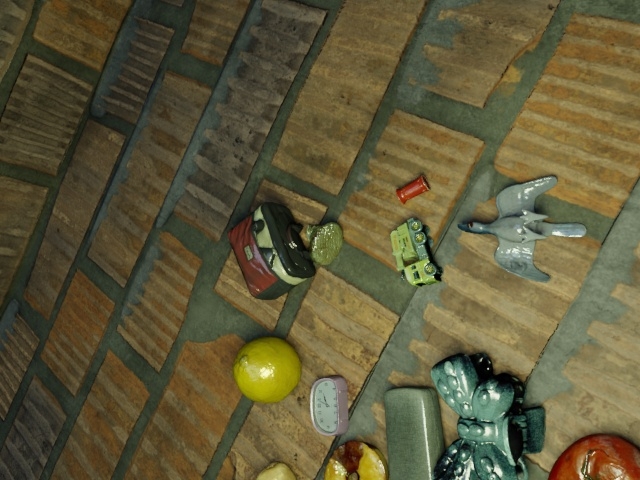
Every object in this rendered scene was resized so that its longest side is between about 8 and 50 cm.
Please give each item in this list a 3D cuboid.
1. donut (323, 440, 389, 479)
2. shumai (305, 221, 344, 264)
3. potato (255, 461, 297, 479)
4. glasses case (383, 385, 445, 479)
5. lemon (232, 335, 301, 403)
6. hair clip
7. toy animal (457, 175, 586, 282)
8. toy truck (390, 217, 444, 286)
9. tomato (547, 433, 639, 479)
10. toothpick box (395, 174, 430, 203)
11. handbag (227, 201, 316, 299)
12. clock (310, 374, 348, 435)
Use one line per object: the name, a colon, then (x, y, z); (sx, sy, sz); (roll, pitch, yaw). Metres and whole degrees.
donut: (0.094, 0.580, 1.337); (0.166, 0.073, 0.184); (16, 91, 33)
shumai: (-0.001, 0.000, 1.507); (0.087, 0.098, 0.124); (28, 95, 50)
potato: (-0.112, 0.675, 1.432); (0.109, 0.118, 0.178); (166, 95, -66)
glasses case: (0.221, 0.503, 1.258); (0.131, 0.074, 0.324); (-17, 71, 45)
lemon: (-0.145, 0.344, 1.464); (0.178, 0.203, 0.179); (-18, 55, 27)
hair clip: (0.349, 0.397, 1.157); (0.206, 0.194, 0.311); (-7, 79, 44)
toy animal: (0.449, -0.033, 1.228); (0.255, 0.176, 0.240); (8, 88, -1)
toy truck: (0.232, 0.034, 1.352); (0.100, 0.077, 0.169); (-23, 70, 24)
tomato: (0.519, 0.469, 1.019); (0.228, 0.101, 0.228); (-38, 33, 31)
toothpick box: (0.235, -0.130, 1.399); (0.083, 0.047, 0.047); (-28, 67, 26)
handbag: (-0.137, 0.025, 1.532); (0.181, 0.181, 0.255); (-34, 67, 25)
clock: (0.015, 0.432, 1.430); (0.109, 0.050, 0.153); (-10, 75, 31)
